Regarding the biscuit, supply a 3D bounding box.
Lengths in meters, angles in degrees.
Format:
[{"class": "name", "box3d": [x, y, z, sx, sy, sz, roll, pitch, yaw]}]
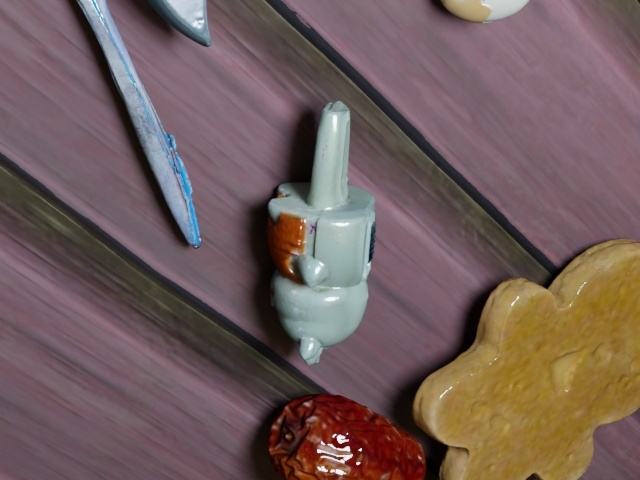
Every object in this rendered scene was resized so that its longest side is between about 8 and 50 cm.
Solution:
[{"class": "biscuit", "box3d": [0.253, 0.135, 1.200, 0.355, 0.052, 0.275, -36, 124, -16]}]

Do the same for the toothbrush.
[{"class": "toothbrush", "box3d": [-0.168, -0.163, 0.900, 0.042, 0.035, 0.413, -16, 120, 7]}]

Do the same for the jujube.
[{"class": "jujube", "box3d": [0.031, 0.212, 1.115, 0.176, 0.112, 0.109, 24, 131, -37]}]

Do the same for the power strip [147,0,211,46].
[{"class": "power strip", "box3d": [-0.075, -0.269, 0.870, 0.253, 0.054, 0.167, -43, 119, -7]}]

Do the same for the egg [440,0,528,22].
[{"class": "egg", "box3d": [0.145, -0.226, 0.989, 0.083, 0.071, 0.071, -28, 121, -6]}]

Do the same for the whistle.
[{"class": "whistle", "box3d": [0.001, 0.001, 1.011, 0.105, 0.102, 0.253, -4, 117, -19]}]
